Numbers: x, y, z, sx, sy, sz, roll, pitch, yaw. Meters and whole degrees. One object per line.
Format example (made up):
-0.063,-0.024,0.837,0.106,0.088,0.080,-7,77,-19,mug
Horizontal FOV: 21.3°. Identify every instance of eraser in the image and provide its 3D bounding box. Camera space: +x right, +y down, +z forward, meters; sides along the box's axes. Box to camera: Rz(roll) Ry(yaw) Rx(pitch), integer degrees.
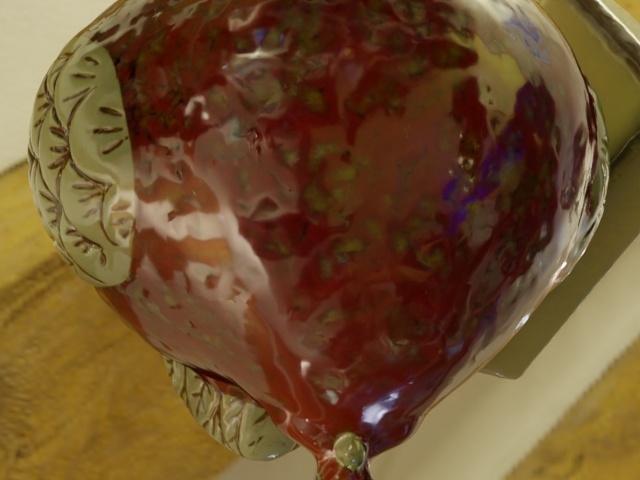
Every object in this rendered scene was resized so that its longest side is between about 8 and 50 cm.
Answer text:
0.107,-0.030,0.832,0.058,0.117,0.172,22,-65,-38,eraser

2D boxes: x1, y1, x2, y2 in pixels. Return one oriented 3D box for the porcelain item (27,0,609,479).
0.000,0.000,0.702,0.253,0.253,0.253,-6,-82,-49,porcelain item
